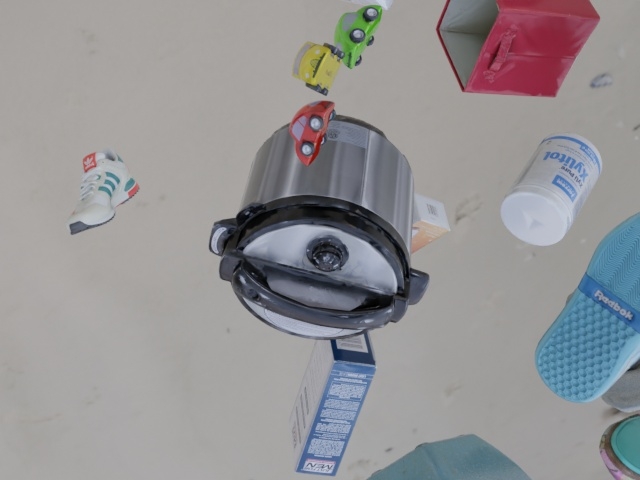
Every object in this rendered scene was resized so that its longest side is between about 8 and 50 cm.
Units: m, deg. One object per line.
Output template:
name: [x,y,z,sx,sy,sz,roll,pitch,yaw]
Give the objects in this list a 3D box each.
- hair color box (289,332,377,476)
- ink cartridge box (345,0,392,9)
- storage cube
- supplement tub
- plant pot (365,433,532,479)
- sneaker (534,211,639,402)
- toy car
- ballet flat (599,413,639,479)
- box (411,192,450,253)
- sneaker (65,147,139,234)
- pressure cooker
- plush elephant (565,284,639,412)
hair color box: [0.022,0.358,1.855,0.105,0.174,0.347,10,121,-13]
ink cartridge box: [-0.015,-0.499,1.356,0.198,0.273,0.114,20,95,-49]
storage cube: [0.345,-0.389,1.439,0.193,0.215,0.183,1,141,-16]
supplement tub: [0.233,-0.053,0.809,0.107,0.071,0.071,-51,160,-36]
plant pot: [0.206,0.446,1.241,0.247,0.252,0.248,5,142,-45]
sneaker: [0.404,0.048,0.992,0.208,0.127,0.319,-23,152,-45]
toy car: [0.018,-0.247,1.125,0.225,0.053,0.239,-60,171,-24]
ballet flat: [0.332,0.205,0.794,0.221,0.077,0.079,-11,148,-40]
box: [0.238,-0.039,2.170,0.130,0.091,0.170,15,142,-41]
sneaker: [-0.284,-0.066,1.004,0.057,0.161,0.075,-17,110,18]
pressure cooker: [0.000,-0.005,1.621,0.370,0.420,0.375,-18,129,23]
plush elephant: [0.604,0.192,1.486,0.255,0.272,0.330,-14,148,18]
